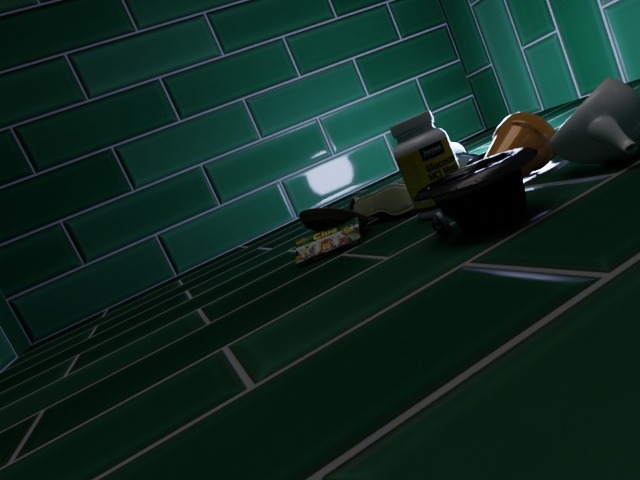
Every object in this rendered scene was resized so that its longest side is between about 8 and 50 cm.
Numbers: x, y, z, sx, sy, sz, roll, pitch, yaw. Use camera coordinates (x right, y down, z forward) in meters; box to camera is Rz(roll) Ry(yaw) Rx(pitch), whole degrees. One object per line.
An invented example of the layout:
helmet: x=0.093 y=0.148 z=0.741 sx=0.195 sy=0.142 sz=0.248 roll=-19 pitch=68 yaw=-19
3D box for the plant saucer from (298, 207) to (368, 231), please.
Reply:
plant saucer: x=0.050 y=-0.073 z=1.846 sx=0.278 sy=0.041 sz=0.278 roll=5 pitch=-14 yaw=1

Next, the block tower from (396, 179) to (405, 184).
block tower: x=0.432 y=-0.235 z=2.073 sx=0.097 sy=0.090 sz=0.335 roll=-23 pitch=9 yaw=0

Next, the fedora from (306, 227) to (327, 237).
fedora: x=0.000 y=0.000 z=1.838 sx=0.194 sy=0.079 sz=0.194 roll=-23 pitch=9 yaw=4

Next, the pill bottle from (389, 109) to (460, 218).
pill bottle: x=0.361 y=-0.255 z=1.560 sx=0.188 sy=0.333 sz=0.188 roll=-24 pitch=9 yaw=4

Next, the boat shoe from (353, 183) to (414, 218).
boat shoe: x=0.286 y=-0.147 z=1.857 sx=0.113 sy=0.127 sz=0.340 roll=-1 pitch=-11 yaw=-39

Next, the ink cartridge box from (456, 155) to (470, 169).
ink cartridge box: x=0.579 y=-0.311 z=2.151 sx=0.203 sy=0.085 sz=0.148 roll=-26 pitch=9 yaw=-13

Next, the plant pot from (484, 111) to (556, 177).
plant pot: x=0.639 y=-0.283 z=1.526 sx=0.188 sy=0.205 sz=0.205 roll=-44 pitch=16 yaw=-21

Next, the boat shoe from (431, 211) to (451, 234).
boat shoe: x=0.338 y=-0.048 z=1.324 sx=0.040 sy=0.049 sz=0.142 roll=-23 pitch=11 yaw=8

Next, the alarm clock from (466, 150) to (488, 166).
alarm clock: x=0.686 y=-0.320 z=1.963 sx=0.130 sy=0.064 sz=0.192 roll=-21 pitch=-8 yaw=-2

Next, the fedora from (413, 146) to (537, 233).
fedora: x=0.403 y=-0.110 z=1.171 sx=0.334 sy=0.152 sz=0.334 roll=-24 pitch=5 yaw=2

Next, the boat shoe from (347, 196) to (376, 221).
boat shoe: x=0.178 y=-0.141 z=2.067 sx=0.342 sy=0.123 sz=0.123 roll=-27 pitch=9 yaw=-20

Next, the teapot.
teapot: x=0.774 y=-0.298 z=1.261 sx=0.256 sy=0.187 sz=0.252 roll=-44 pitch=-13 yaw=-16

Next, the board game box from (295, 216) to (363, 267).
board game box: x=0.028 y=0.006 z=1.713 sx=0.260 sy=0.030 sz=0.136 roll=-22 pitch=34 yaw=13

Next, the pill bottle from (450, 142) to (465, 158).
pill bottle: x=0.629 y=-0.402 z=2.374 sx=0.146 sy=0.146 sz=0.264 roll=-15 pitch=12 yaw=47

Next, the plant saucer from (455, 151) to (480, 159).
plant saucer: x=0.723 y=-0.389 z=2.152 sx=0.192 sy=0.018 sz=0.067 roll=7 pitch=0 yaw=-16
